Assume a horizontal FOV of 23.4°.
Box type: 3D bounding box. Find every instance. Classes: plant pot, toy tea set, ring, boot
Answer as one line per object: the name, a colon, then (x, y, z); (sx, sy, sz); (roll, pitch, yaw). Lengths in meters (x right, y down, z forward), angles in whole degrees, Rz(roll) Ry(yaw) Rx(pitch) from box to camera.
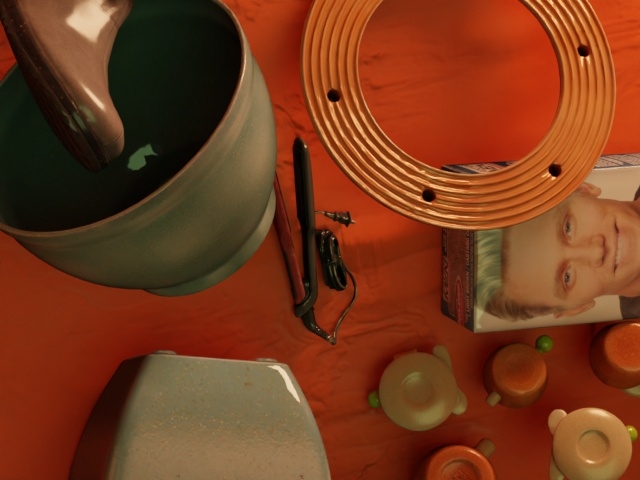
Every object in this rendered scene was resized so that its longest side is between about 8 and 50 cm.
plant pot: (-0.125, 0.242, 1.549); (0.247, 0.247, 0.252); (6, 80, -17)
toy tea set: (0.228, 0.199, 1.709); (0.336, 0.124, 0.200); (-12, 76, -2)
ring: (0.142, -0.170, 1.593); (0.336, 0.032, 0.337); (3, 76, -11)
plant pot: (-0.159, -0.068, 1.470); (0.293, 0.293, 0.196); (-42, 135, -5)
boot: (-0.183, -0.230, 1.401); (0.222, 0.338, 0.118); (-23, 148, -8)

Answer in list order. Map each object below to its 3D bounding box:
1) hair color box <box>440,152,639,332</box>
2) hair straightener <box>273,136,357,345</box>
hair color box: (0.310, -0.003, 1.694); (0.347, 0.105, 0.174); (-4, 101, -15)
hair straightener: (0.000, 0.000, 1.631); (0.089, 0.047, 0.230); (-17, 105, -13)
